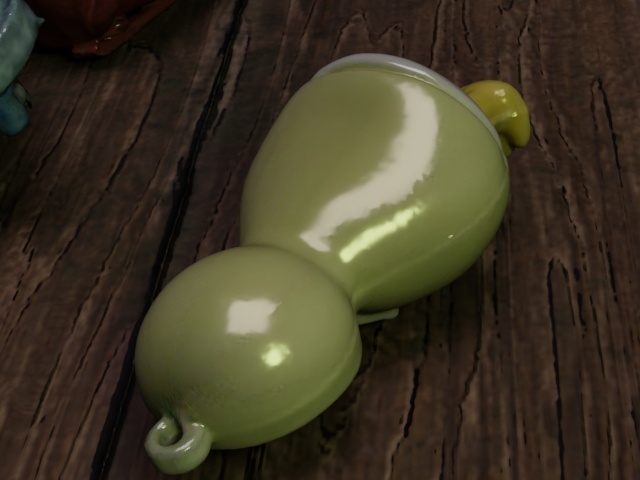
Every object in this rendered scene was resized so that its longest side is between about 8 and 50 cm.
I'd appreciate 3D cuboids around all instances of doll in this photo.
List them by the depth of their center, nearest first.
[{"bbox_3d":[0.003,0.010,0.748,0.141,0.117,0.296,11,51,32],"label":"doll"}]

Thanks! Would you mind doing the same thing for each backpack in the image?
[{"bbox_3d":[-0.169,-0.233,1.141,0.229,0.138,0.229,-21,21,9],"label":"backpack"}]

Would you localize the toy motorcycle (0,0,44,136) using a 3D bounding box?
[{"bbox_3d":[-0.302,-0.128,0.948,0.241,0.182,0.319,-14,34,-11],"label":"toy motorcycle"}]
